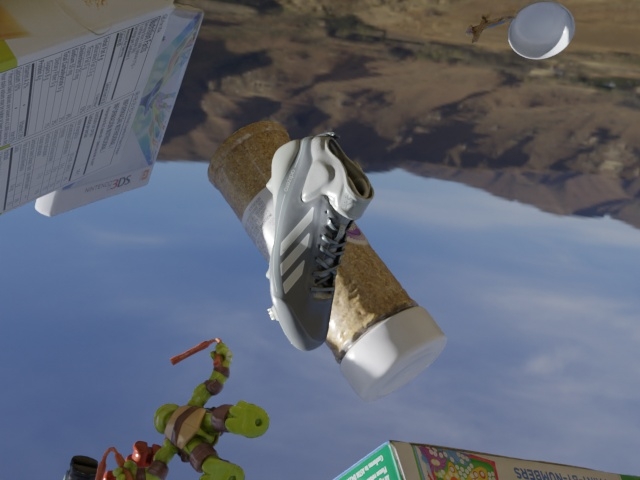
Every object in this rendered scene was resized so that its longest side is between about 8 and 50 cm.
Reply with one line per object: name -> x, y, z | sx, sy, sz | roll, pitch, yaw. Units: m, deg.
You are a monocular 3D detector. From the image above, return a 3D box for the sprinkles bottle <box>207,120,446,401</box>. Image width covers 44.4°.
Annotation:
sprinkles bottle -> -0.001, 0.018, 0.942 | 0.121, 0.121, 0.355 | -6, -128, -52

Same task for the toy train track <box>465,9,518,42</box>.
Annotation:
toy train track -> 0.211, -0.275, 0.982 | 0.014, 0.048, 0.083 | 37, 160, -27

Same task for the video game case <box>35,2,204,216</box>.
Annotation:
video game case -> -0.305, -0.214, 1.228 | 0.036, 0.329, 0.300 | 25, -161, 9

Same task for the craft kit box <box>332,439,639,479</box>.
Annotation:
craft kit box -> 0.051, 0.208, 0.459 | 0.246, 0.250, 0.061 | 16, -138, -39

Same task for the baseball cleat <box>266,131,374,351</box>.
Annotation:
baseball cleat -> 0.000, 0.000, 0.741 | 0.109, 0.206, 0.072 | -10, 175, 38

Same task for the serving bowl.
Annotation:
serving bowl -> 0.283, -0.276, 1.010 | 0.083, 0.083, 0.027 | 8, -133, -2

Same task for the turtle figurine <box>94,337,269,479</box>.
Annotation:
turtle figurine -> -0.162, 0.248, 0.975 | 0.217, 0.269, 0.087 | 3, 138, 54

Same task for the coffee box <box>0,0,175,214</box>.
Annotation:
coffee box -> -0.407, -0.229, 0.822 | 0.334, 0.338, 0.338 | -31, 172, -31

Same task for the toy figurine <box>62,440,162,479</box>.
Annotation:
toy figurine -> -0.256, 0.395, 1.087 | 0.209, 0.148, 0.213 | 24, -173, 25
